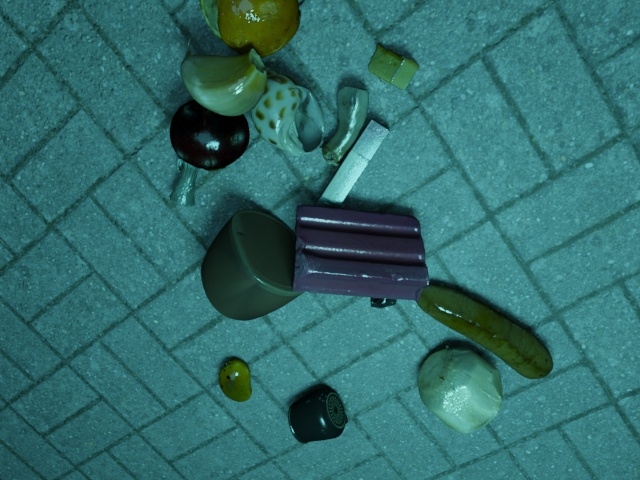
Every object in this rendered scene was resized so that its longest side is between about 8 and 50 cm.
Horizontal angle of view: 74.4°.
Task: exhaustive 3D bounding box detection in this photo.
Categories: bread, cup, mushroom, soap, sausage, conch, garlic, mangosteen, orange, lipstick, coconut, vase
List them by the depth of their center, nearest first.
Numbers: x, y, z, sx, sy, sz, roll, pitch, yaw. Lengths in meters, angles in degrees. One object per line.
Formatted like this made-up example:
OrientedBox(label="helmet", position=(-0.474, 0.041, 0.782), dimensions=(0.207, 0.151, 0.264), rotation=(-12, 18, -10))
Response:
OrientedBox(label="orange", position=(-0.171, -0.572, 1.032), dimensions=(0.240, 0.240, 0.239), rotation=(2, 110, 6))
OrientedBox(label="garlic", position=(-0.244, -0.395, 1.037), dimensions=(0.245, 0.145, 0.164), rotation=(19, 111, 21))
OrientedBox(label="bread", position=(0.191, -0.466, 1.141), dimensions=(0.109, 0.080, 0.084), rotation=(41, 114, 29))
OrientedBox(label="conch", position=(-0.105, -0.357, 1.152), dimensions=(0.149, 0.183, 0.274), rotation=(-2, 102, 51))
OrientedBox(label="mangosteen", position=(-0.311, -0.285, 1.176), dimensions=(0.216, 0.216, 0.216), rotation=(2, 110, 6))
OrientedBox(label="soap", position=(0.103, 0.034, 1.178), dimensions=(0.360, 0.232, 0.128), rotation=(5, 143, -7))
OrientedBox(label="mushroom", position=(0.070, -0.317, 1.179), dimensions=(0.092, 0.081, 0.223), rotation=(12, 114, -15))
OrientedBox(label="lipstick", position=(0.084, -0.201, 1.225), dimensions=(0.066, 0.068, 0.317), rotation=(32, 110, -5))
OrientedBox(label="vase", position=(-0.403, -0.186, 1.283), dimensions=(0.081, 0.081, 0.148), rotation=(24, 113, -2))
OrientedBox(label="sausage", position=(0.518, 0.273, 1.318), dimensions=(0.501, 0.123, 0.136), rotation=(32, 140, -5))
OrientedBox(label="coconut", position=(0.455, 0.477, 1.343), dimensions=(0.247, 0.245, 0.245), rotation=(36, 110, -8))
OrientedBox(label="cup", position=(0.001, 0.637, 1.508), dimensions=(0.177, 0.169, 0.223), rotation=(-29, 135, 20))

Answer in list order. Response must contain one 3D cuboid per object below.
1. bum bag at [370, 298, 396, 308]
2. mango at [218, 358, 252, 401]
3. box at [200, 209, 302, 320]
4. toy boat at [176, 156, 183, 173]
OrientedBox(label="bum bag", position=(0.199, 0.134, 1.344), dimensions=(0.087, 0.049, 0.197), rotation=(1, 111, 12))
OrientedBox(label="mango", position=(-0.310, 0.512, 1.531), dimensions=(0.115, 0.090, 0.177), rotation=(0, 118, -1))
OrientedBox(label="box", position=(-0.203, 0.082, 1.251), dimensions=(0.216, 0.301, 0.301), rotation=(-38, 101, 28))
OrientedBox(label="toy boat", position=(-0.424, -0.244, 1.291), dimensions=(0.038, 0.038, 0.083), rotation=(18, 110, 1))
